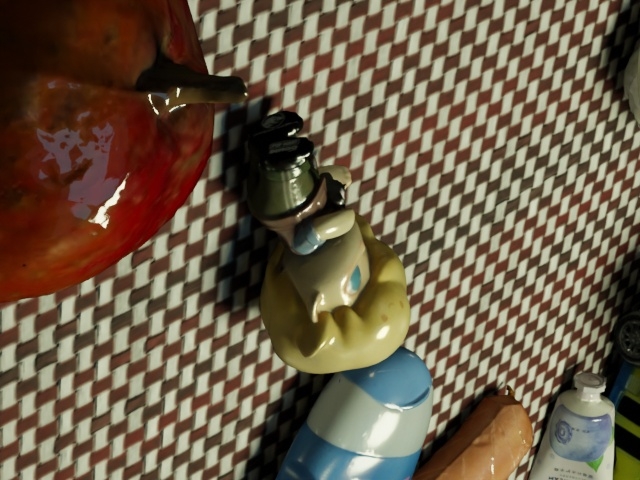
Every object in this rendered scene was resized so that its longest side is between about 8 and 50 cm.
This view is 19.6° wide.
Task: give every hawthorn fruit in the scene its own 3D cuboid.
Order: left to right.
[{"bbox_3d":[-0.147,-0.073,0.881,0.215,0.249,0.215,9,79,-60],"label":"hawthorn fruit"}]

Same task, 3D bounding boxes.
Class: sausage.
[{"bbox_3d":[0.129,0.200,1.635,0.169,0.065,0.065,-43,144,-20],"label":"sausage"}]

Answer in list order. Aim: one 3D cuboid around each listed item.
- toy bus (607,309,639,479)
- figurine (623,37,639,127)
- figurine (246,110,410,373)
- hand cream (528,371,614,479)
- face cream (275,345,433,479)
[{"bbox_3d":[0.362,0.186,1.815,0.138,0.175,0.288,-8,123,-50],"label":"toy bus"},{"bbox_3d":[0.330,-0.127,1.574,0.236,0.141,0.163,8,82,-52],"label":"figurine"},{"bbox_3d":[0.000,0.000,1.275,0.108,0.114,0.196,-20,126,-10],"label":"figurine"},{"bbox_3d":[0.247,0.192,1.772,0.053,0.084,0.142,-58,157,-62],"label":"hand cream"},{"bbox_3d":[0.015,0.201,1.466,0.149,0.083,0.264,-2,118,-55],"label":"face cream"}]
